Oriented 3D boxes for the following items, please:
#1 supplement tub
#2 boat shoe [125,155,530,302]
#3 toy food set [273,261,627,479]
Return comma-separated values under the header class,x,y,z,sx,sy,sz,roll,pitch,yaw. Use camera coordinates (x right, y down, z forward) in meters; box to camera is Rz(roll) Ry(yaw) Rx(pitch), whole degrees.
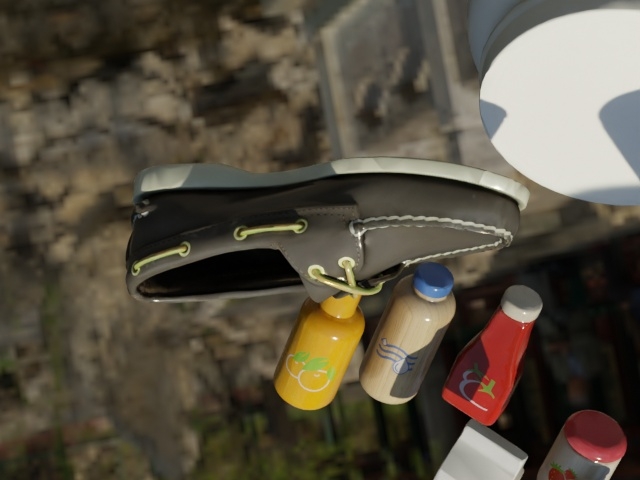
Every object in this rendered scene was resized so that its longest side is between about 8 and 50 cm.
class,x,y,z,sx,sy,sz,roll,pitch,yaw
supplement tub,0.226,-0.204,1.301,0.228,0.316,0.228,7,142,6
boat shoe,0.000,0.000,0.943,0.228,0.068,0.081,-2,159,29
toy food set,0.098,0.092,1.067,0.111,0.232,0.104,-39,157,-47
